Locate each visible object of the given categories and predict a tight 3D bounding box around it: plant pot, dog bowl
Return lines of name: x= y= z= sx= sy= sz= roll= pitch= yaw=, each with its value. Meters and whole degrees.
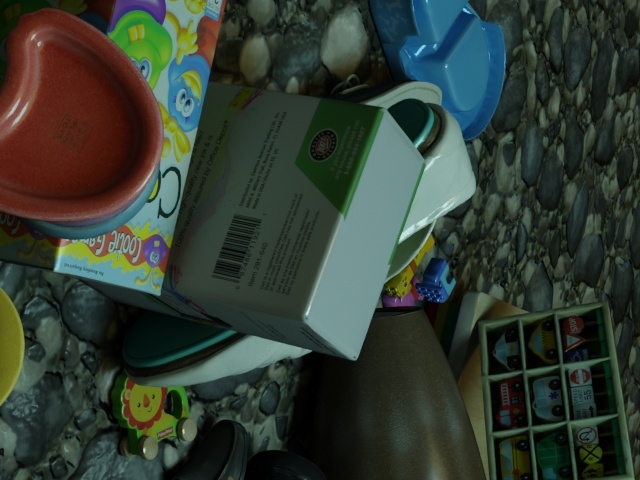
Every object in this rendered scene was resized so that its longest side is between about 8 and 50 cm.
plant pot: x=0.078 y=0.197 z=1.739 sx=0.215 sy=0.215 sz=0.230 roll=-11 pitch=95 yaw=-55
dog bowl: x=0.140 y=-0.257 z=1.797 sx=0.166 sy=0.074 sz=0.297 roll=-56 pitch=140 yaw=-33

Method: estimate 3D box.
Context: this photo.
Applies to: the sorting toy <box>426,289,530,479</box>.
sorting toy: x=0.201 y=0.207 z=2.007 sx=0.257 sy=0.089 sz=0.255 roll=22 pitch=80 yaw=-57

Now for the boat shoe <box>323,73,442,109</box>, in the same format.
boat shoe: x=0.045 y=-0.133 z=1.676 sx=0.254 sy=0.079 sz=0.095 roll=-28 pitch=130 yaw=-46

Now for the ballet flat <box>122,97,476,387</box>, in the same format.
ballet flat: x=-0.007 y=0.032 z=1.441 sx=0.400 sy=0.139 sz=0.139 roll=-40 pitch=142 yaw=3

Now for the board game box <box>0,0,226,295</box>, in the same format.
board game box: x=-0.198 y=-0.107 z=1.255 sx=0.144 sy=0.142 sz=0.275 roll=18 pitch=84 yaw=-57

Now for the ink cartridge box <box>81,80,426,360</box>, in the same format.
ink cartridge box: x=-0.075 y=-0.027 z=1.346 sx=0.117 sy=0.278 sz=0.201 roll=44 pitch=63 yaw=-56

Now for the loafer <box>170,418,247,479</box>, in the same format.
loafer: x=-0.128 y=0.259 z=1.545 sx=0.061 sy=0.062 sz=0.170 roll=46 pitch=59 yaw=-46

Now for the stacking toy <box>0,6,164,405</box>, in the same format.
stacking toy: x=-0.283 y=-0.041 z=1.098 sx=0.309 sy=0.279 sz=0.130 roll=-54 pitch=-178 yaw=-11

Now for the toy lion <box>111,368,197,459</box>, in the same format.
toy lion: x=-0.169 y=0.164 z=1.485 sx=0.100 sy=0.034 sz=0.096 roll=-18 pitch=106 yaw=-54

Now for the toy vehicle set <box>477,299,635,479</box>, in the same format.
toy vehicle set: x=0.281 y=0.196 z=1.793 sx=0.035 sy=0.166 sz=0.266 roll=66 pitch=18 yaw=-44

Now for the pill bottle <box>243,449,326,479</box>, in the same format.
pill bottle: x=-0.067 y=0.337 z=1.585 sx=0.219 sy=0.123 sz=0.122 roll=-68 pitch=148 yaw=-41

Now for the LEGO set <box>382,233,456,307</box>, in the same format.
LEGO set: x=0.094 y=0.037 z=1.798 sx=0.093 sy=0.087 sz=0.227 roll=-61 pitch=142 yaw=-27
